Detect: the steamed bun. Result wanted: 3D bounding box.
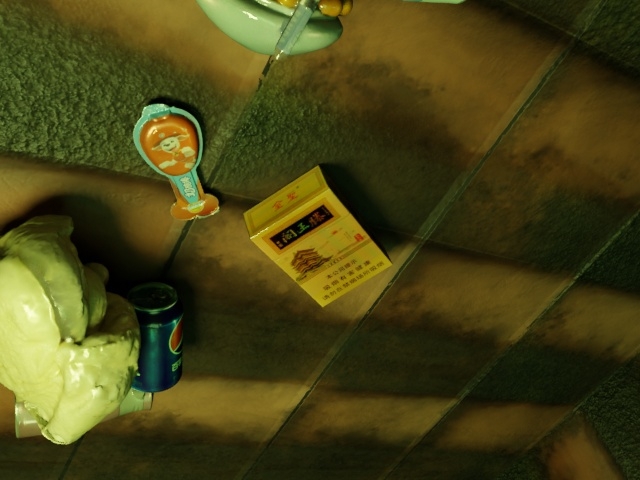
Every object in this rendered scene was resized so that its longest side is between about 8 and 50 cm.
[{"bbox_3d":[-0.436,0.141,1.208,0.324,0.230,0.372,-10,112,39],"label":"steamed bun"}]

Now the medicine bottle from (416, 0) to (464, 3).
[{"bbox_3d":[0.193,-0.399,1.066,0.208,0.054,0.090,-4,134,-19],"label":"medicine bottle"}]

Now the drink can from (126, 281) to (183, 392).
[{"bbox_3d":[-0.324,0.189,1.382,0.118,0.118,0.205,-4,121,-18],"label":"drink can"}]

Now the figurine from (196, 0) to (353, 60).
[{"bbox_3d":[-0.083,-0.420,0.889,0.205,0.224,0.382,-6,114,14],"label":"figurine"}]

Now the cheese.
[{"bbox_3d":[-0.234,-0.124,1.184,0.106,0.037,0.256,-16,136,-4],"label":"cheese"}]

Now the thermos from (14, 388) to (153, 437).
[{"bbox_3d":[-0.476,0.310,1.453,0.265,0.146,0.176,-1,174,-22],"label":"thermos"}]

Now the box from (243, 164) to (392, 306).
[{"bbox_3d":[0.000,0.000,1.374,0.174,0.076,0.274,-33,136,10],"label":"box"}]
